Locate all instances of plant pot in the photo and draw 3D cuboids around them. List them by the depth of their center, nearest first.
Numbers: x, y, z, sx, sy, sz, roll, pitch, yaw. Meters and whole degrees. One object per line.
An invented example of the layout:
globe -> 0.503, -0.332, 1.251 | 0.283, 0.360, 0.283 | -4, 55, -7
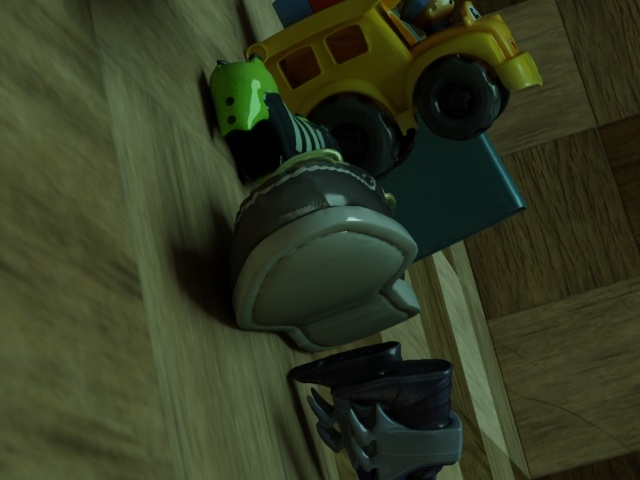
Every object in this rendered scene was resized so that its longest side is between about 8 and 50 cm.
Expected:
plant pot -> 0.085, -0.102, 1.309 | 0.234, 0.165, 0.166 | 65, 10, 5

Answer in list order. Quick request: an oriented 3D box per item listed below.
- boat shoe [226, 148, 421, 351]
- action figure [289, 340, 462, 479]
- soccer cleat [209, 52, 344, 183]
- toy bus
boat shoe -> 0.000, 0.000, 0.820 | 0.324, 0.116, 0.097 | 48, 22, -75
action figure -> 0.067, 0.212, 0.848 | 0.185, 0.099, 0.285 | -131, -156, -81
soccer cleat -> -0.031, -0.066, 0.930 | 0.179, 0.060, 0.072 | 43, 41, -58
toy bus -> 0.049, -0.165, 1.075 | 0.211, 0.220, 0.149 | 66, 16, -3
